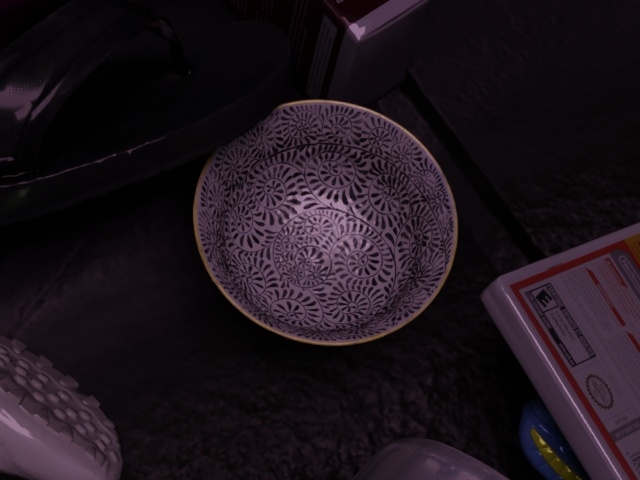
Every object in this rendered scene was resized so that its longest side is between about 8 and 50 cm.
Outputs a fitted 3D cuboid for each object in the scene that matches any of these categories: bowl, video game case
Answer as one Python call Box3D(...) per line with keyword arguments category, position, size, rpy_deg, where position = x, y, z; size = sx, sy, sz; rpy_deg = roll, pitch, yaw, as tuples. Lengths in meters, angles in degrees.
Box3D(category="bowl", position=(0.000, 0.000, 0.887), size=(0.170, 0.080, 0.170), rpy_deg=(2, 68, -6))
Box3D(category="video game case", position=(0.255, 0.076, 0.864), size=(0.285, 0.025, 0.204), rpy_deg=(-18, 70, -37))

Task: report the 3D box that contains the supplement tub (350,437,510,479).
Box3D(category="supplement tub", position=(0.011, 0.277, 0.715), size=(0.193, 0.193, 0.316), rpy_deg=(42, 69, 10))

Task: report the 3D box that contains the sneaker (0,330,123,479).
Box3D(category="sneaker", position=(-0.231, 0.099, 0.824), size=(0.235, 0.090, 0.095), rpy_deg=(32, 94, -1))

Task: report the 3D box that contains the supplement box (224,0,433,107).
Box3D(category="supplement box", position=(-0.031, -0.209, 0.941), size=(0.073, 0.130, 0.239), rpy_deg=(-35, 77, -19))

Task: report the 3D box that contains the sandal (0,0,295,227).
Box3D(category="sandal", position=(-0.214, -0.081, 0.820), size=(0.445, 0.107, 0.167), rpy_deg=(-19, 31, -21))

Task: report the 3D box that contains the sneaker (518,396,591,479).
Box3D(category="sneaker", position=(0.199, 0.163, 0.851), size=(0.188, 0.078, 0.067), rpy_deg=(45, 99, -3))
